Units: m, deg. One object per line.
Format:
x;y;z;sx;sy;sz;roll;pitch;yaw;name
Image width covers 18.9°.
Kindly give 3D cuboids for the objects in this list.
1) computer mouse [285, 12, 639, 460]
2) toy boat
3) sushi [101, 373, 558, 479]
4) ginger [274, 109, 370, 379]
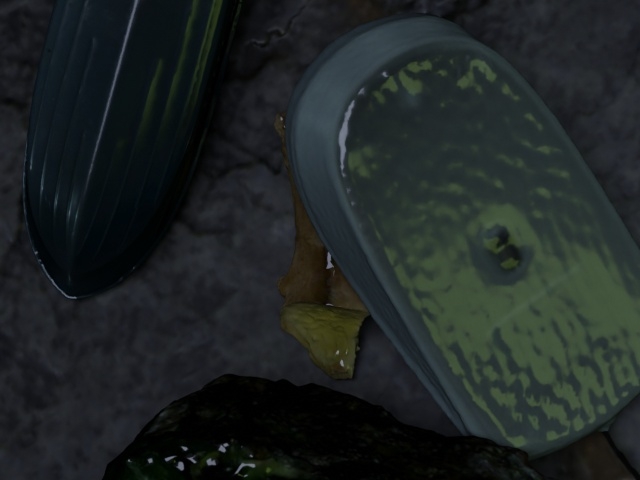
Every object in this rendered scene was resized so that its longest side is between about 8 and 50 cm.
0.074;-0.003;0.936;0.128;0.079;0.231;-31;95;-10;computer mouse
-0.098;-0.085;0.992;0.093;0.103;0.246;16;100;2;toy boat
0.006;0.149;0.892;0.225;0.127;0.124;19;114;17;sushi
0.006;0.000;0.972;0.057;0.044;0.137;-7;78;31;ginger
